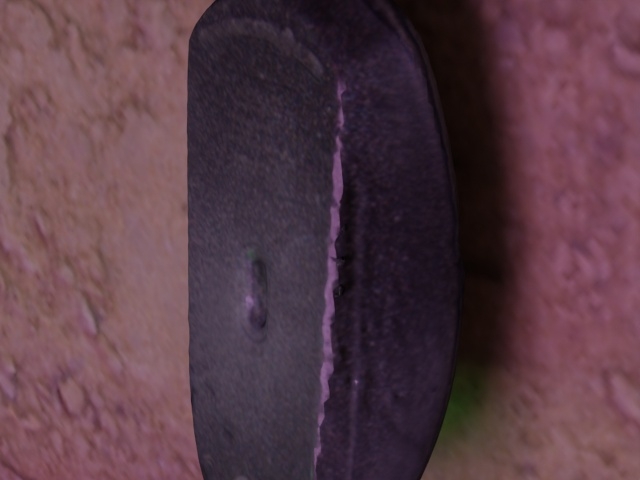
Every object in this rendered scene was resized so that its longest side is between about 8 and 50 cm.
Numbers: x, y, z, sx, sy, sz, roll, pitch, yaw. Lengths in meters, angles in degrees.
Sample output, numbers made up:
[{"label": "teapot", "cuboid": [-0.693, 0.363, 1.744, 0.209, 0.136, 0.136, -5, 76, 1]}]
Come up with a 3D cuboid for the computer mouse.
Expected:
[{"label": "computer mouse", "cuboid": [0.005, 0.001, 0.582, 0.113, 0.068, 0.229, 23, 115, 53]}]
